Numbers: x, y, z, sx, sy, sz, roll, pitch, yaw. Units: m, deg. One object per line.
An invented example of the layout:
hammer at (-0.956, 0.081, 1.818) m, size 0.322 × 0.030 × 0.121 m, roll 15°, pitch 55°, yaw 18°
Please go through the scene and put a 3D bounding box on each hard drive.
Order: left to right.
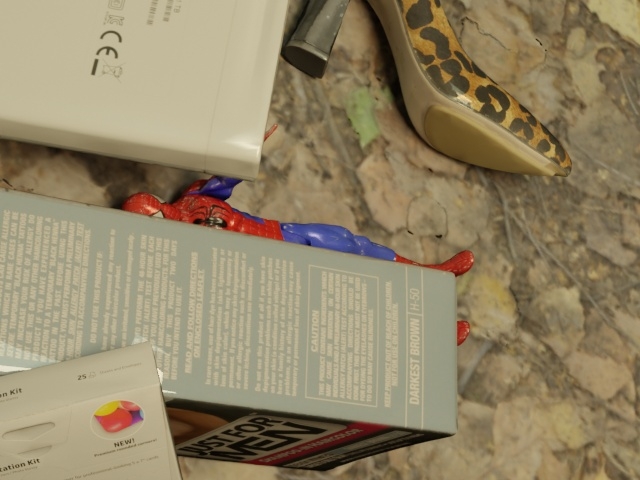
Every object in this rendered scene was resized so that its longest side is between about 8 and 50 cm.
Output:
hard drive at (-0.197, -0.177, 0.901) m, size 0.353 × 0.047 × 0.233 m, roll 10°, pitch 67°, yaw -2°

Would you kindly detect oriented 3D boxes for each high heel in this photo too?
high heel at (0.117, -0.173, 1.114) m, size 0.261 × 0.093 × 0.186 m, roll 27°, pitch 68°, yaw -8°

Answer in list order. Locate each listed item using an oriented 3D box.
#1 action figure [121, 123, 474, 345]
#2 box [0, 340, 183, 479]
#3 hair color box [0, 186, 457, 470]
action figure at (0.000, 0.000, 0.975) m, size 0.280 × 0.139 × 0.091 m, roll 14°, pitch 66°, yaw -21°
box at (-0.148, 0.150, 0.761) m, size 0.145 × 0.186 × 0.038 m, roll -13°, pitch 42°, yaw -7°
hair color box at (-0.119, 0.064, 0.854) m, size 0.374 × 0.185 × 0.114 m, roll 11°, pitch 69°, yaw -25°
